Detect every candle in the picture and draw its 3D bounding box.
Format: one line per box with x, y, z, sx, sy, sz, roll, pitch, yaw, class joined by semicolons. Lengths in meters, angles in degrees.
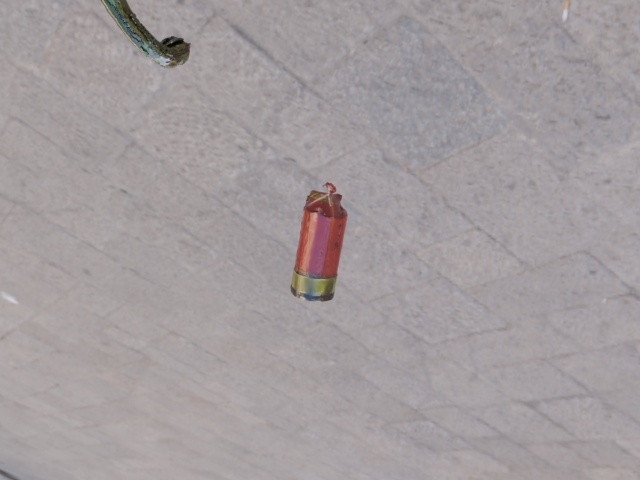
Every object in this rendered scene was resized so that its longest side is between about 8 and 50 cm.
0.000;0.000;0.717;0.052;0.052;0.130;13;107;15;candle

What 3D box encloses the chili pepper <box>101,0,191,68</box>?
-0.210;-0.299;0.470;0.110;0.110;0.387;-11;112;43;chili pepper
